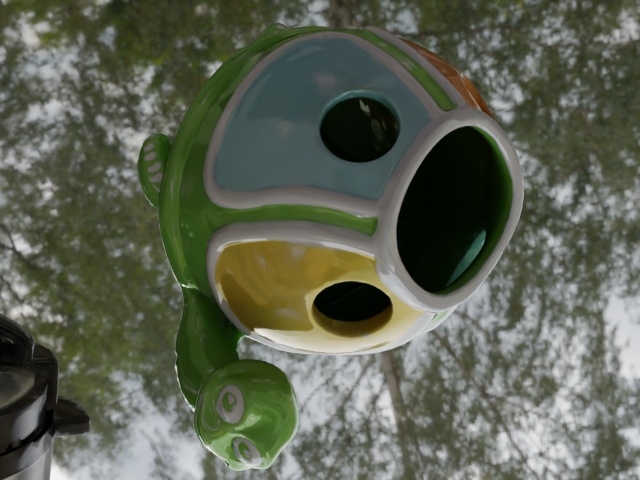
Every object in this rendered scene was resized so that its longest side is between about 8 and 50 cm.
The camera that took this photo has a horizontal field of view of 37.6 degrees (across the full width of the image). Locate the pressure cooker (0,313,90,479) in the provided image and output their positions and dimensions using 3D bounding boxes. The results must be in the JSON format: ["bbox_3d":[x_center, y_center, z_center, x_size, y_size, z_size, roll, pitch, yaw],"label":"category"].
[{"bbox_3d":[-0.464,0.254,0.946,0.375,0.420,0.370,10,-172,14],"label":"pressure cooker"}]

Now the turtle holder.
[{"bbox_3d":[-0.001,-0.019,0.692,0.320,0.243,0.227,-33,-151,-29],"label":"turtle holder"}]
